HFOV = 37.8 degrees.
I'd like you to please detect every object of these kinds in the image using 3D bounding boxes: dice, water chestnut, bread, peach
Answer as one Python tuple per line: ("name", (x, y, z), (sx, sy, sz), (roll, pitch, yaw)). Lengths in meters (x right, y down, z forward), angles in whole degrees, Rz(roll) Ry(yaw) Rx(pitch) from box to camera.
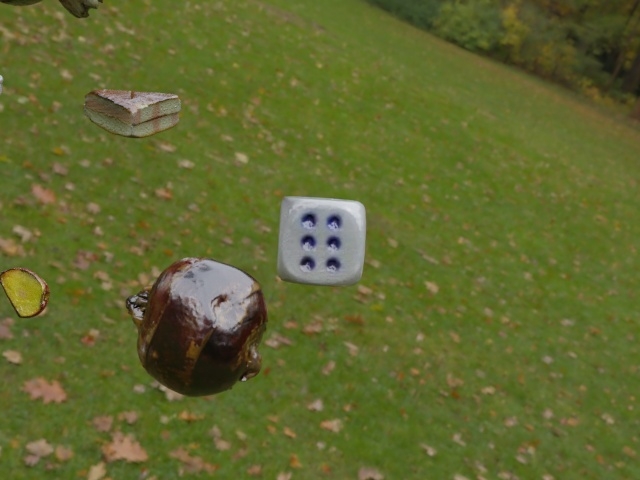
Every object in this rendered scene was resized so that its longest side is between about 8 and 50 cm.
("dice", (0.000, 0.000, 2.101), (0.194, 0.193, 0.192), (5, 5, -4))
("water chestnut", (-0.199, 0.129, 1.492), (0.238, 0.223, 0.224), (20, 13, 23))
("bread", (-0.210, -0.140, 1.041), (0.109, 0.043, 0.062), (2, 28, -10))
("peach", (-0.470, 0.082, 1.483), (0.083, 0.077, 0.050), (16, 3, 7))

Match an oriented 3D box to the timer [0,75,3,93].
("timer", (-0.738, -0.249, 1.710), (0.315, 0.290, 0.291), (-24, 36, -16))

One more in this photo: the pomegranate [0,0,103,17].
("pomegranate", (-0.482, -0.476, 1.594), (0.248, 0.202, 0.202), (46, 1, -36))
